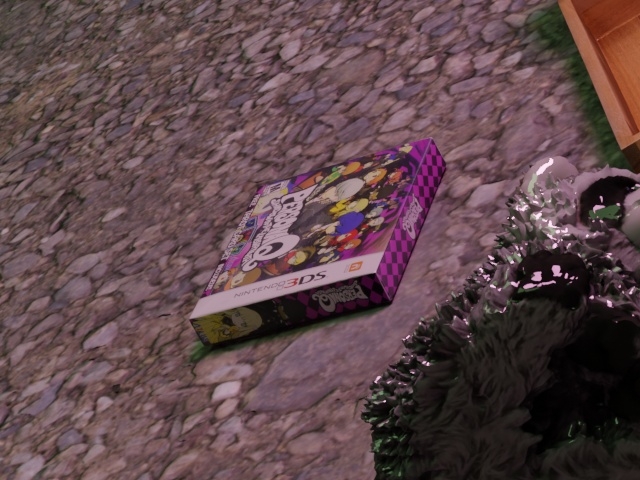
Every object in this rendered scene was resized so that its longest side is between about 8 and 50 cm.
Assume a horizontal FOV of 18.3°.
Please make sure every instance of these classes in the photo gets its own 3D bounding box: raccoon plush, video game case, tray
[{"bbox_3d":[0.101,0.099,1.483,0.446,0.216,0.299,-25,18,11],"label":"raccoon plush"},{"bbox_3d":[0.000,0.000,1.939,0.210,0.042,0.232,-14,30,28],"label":"video game case"},{"bbox_3d":[0.347,-0.183,1.825,0.203,0.076,0.411,-31,21,12],"label":"tray"}]
